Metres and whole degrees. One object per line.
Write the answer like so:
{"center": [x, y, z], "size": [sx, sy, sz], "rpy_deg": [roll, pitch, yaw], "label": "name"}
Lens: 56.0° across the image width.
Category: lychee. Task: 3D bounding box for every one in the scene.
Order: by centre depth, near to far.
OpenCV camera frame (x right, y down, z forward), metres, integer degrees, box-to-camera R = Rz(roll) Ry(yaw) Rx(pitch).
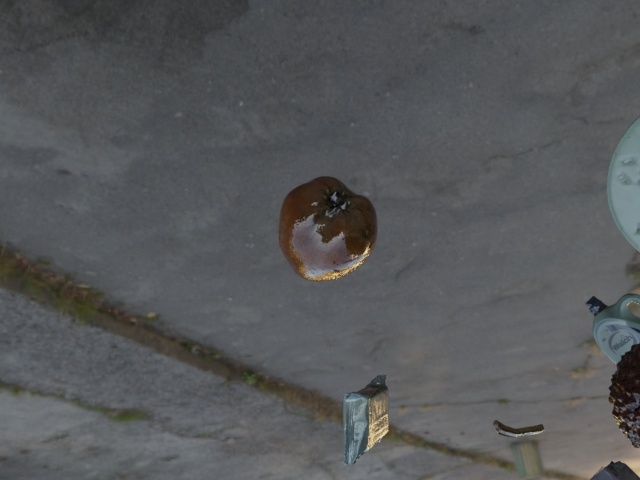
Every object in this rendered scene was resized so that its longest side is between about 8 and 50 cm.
{"center": [0.679, 0.289, 1.084], "size": [0.300, 0.265, 0.264], "rpy_deg": [-5, 156, 42], "label": "lychee"}

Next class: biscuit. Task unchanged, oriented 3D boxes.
{"center": [0.123, 0.464, 1.575], "size": [0.079, 0.186, 0.309], "rpy_deg": [2, 176, 18], "label": "biscuit"}

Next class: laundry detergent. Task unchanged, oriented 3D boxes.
{"center": [0.989, 0.282, 1.943], "size": [0.105, 0.281, 0.215], "rpy_deg": [-11, 146, -53], "label": "laundry detergent"}

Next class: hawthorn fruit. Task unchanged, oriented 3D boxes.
{"center": [0.000, 0.000, 1.197], "size": [0.199, 0.200, 0.251], "rpy_deg": [7, 136, -18], "label": "hawthorn fruit"}

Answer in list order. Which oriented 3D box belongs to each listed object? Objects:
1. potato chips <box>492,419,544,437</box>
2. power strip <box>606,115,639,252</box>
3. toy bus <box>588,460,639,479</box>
{"center": [0.506, 0.478, 1.523], "size": [0.203, 0.037, 0.026], "rpy_deg": [14, 145, -34], "label": "potato chips"}
{"center": [0.728, -0.120, 1.125], "size": [0.161, 0.358, 0.357], "rpy_deg": [-7, 159, -42], "label": "power strip"}
{"center": [0.637, 0.664, 1.423], "size": [0.112, 0.138, 0.317], "rpy_deg": [4, 127, -39], "label": "toy bus"}
